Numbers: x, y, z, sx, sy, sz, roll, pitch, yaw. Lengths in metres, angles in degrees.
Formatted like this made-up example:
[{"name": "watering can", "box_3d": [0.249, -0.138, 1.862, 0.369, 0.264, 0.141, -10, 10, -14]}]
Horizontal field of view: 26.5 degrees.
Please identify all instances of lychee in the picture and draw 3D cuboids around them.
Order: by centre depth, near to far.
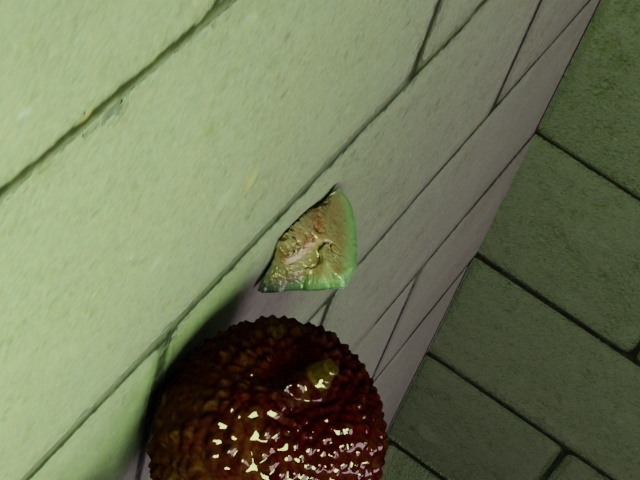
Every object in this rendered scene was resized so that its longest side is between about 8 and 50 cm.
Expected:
[{"name": "lychee", "box_3d": [-0.063, 0.223, 1.564, 0.275, 0.275, 0.304, -41, 169, -50]}]

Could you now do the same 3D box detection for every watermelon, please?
[{"name": "watermelon", "box_3d": [0.002, 0.003, 1.680, 0.155, 0.101, 0.080, -57, 161, -44]}]
